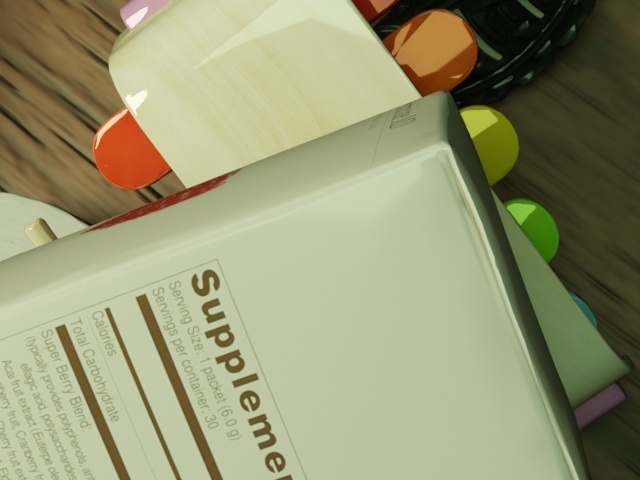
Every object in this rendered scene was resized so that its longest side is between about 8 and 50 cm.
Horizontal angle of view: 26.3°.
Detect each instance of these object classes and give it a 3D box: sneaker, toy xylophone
[{"bbox_3d":[0.108,-0.175,0.741,0.271,0.100,0.108,-46,43,7],"label":"sneaker"},{"bbox_3d":[0.000,0.000,0.678,0.236,0.081,0.322,-28,96,10],"label":"toy xylophone"}]

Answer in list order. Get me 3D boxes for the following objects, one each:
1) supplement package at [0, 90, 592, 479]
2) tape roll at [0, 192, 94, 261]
[{"bbox_3d":[-0.052,0.076,0.564,0.293,0.177,0.175,-20,99,9],"label":"supplement package"},{"bbox_3d":[-0.179,0.086,0.746,0.219,0.072,0.219,-2,80,10],"label":"tape roll"}]
